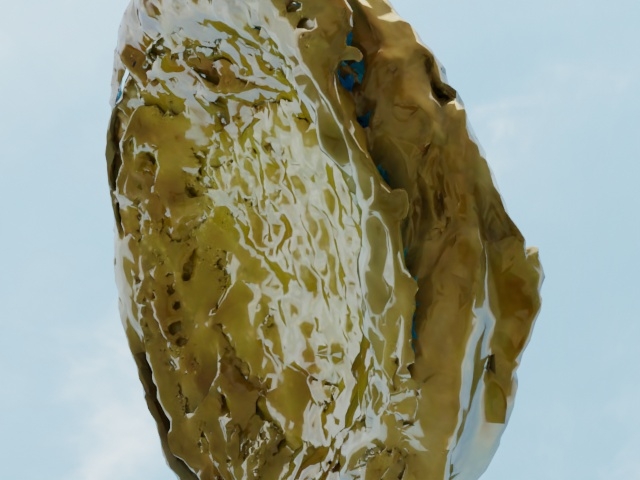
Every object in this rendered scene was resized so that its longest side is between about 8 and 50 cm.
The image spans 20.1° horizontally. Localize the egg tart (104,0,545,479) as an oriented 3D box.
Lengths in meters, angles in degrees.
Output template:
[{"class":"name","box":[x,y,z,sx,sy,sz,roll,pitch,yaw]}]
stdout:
[{"class":"egg tart","box":[0.000,0.000,0.754,0.107,0.291,0.290,-12,-102,-31]}]
